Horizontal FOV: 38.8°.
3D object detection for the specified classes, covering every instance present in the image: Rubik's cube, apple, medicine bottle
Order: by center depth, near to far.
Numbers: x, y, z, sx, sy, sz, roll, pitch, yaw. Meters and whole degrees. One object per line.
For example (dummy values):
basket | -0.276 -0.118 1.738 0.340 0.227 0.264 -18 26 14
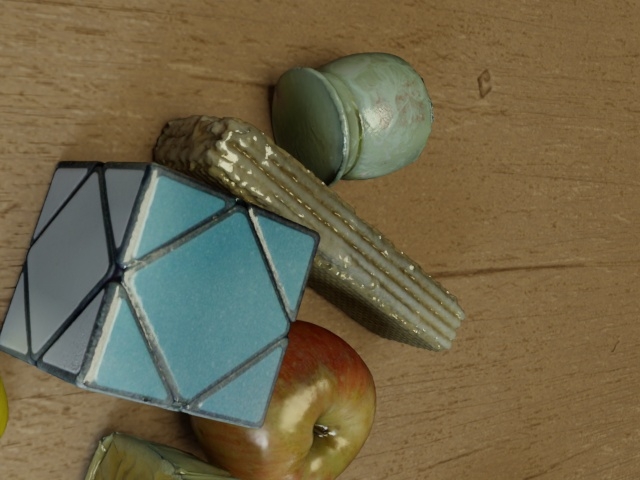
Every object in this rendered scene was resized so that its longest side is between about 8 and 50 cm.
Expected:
Rubik's cube | -0.159 0.050 0.883 0.205 0.207 0.205 23 80 -39
apple | -0.045 0.189 1.020 0.209 0.164 0.209 -16 116 -35
medicine bottle | 0.034 -0.140 1.057 0.143 0.147 0.147 -18 106 -33

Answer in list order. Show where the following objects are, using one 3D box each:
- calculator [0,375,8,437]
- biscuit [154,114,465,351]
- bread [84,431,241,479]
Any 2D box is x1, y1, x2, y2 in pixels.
calculator | -0.367 0.146 0.835 0.146 0.032 0.235 -26 109 -34
biscuit | 0.000 0.000 1.048 0.426 0.144 0.078 38 72 -34
bread | -0.166 0.313 0.912 0.110 0.192 0.210 22 80 -41
